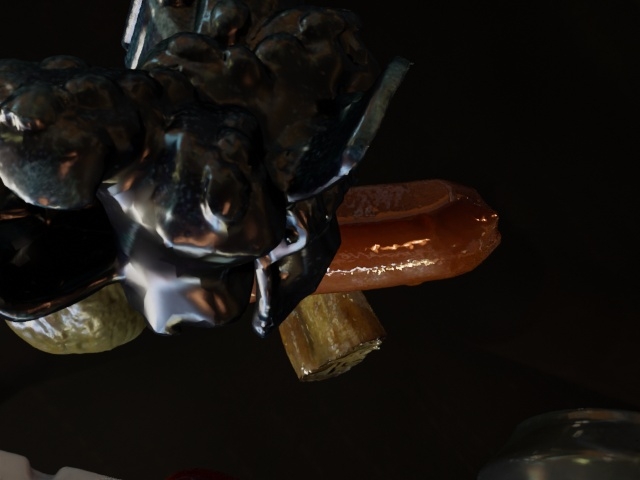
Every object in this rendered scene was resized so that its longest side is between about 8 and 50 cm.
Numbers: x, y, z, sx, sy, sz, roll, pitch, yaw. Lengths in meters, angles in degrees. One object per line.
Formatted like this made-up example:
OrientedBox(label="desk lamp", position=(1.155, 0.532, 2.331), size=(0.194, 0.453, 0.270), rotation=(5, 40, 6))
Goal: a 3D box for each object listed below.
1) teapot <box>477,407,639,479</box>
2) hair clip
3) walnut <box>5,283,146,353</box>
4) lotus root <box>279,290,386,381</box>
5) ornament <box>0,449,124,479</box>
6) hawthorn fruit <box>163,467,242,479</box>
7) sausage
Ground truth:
OrientedBox(label="teapot", position=(0.269, 0.385, 1.218), size=(0.376, 0.305, 0.362), rotation=(-7, 58, 32))
OrientedBox(label="hair clip", position=(-0.068, -0.066, 0.679), size=(0.206, 0.310, 0.194), rotation=(31, 134, 3))
OrientedBox(label="walnut", position=(-0.378, 0.049, 1.797), size=(0.283, 0.227, 0.283), rotation=(-11, 111, -30))
OrientedBox(label="lotus root", position=(0.001, 0.099, 1.336), size=(0.095, 0.159, 0.135), rotation=(-18, 63, -23))
OrientedBox(label="ornament", position=(-0.221, 0.323, 0.854), size=(0.240, 0.239, 0.240), rotation=(16, 49, -7))
OrientedBox(label="hawthorn fruit", position=(-0.124, 0.334, 1.185), size=(0.215, 0.249, 0.215), rotation=(-10, 58, 17))
OrientedBox(label="sausage", position=(0.000, 0.001, 1.138), size=(0.348, 0.094, 0.097), rotation=(-6, 120, 10))
